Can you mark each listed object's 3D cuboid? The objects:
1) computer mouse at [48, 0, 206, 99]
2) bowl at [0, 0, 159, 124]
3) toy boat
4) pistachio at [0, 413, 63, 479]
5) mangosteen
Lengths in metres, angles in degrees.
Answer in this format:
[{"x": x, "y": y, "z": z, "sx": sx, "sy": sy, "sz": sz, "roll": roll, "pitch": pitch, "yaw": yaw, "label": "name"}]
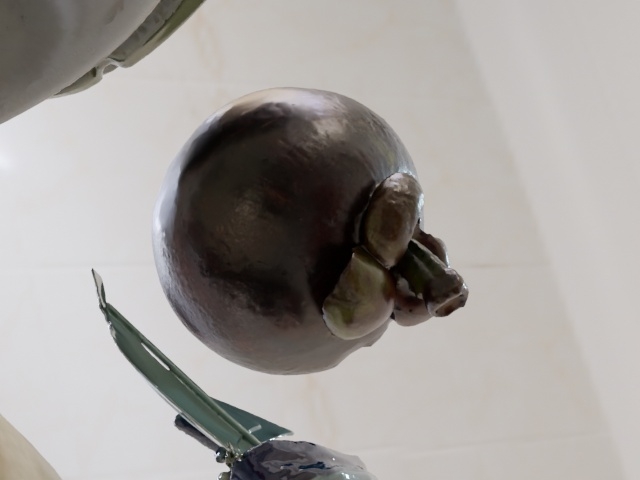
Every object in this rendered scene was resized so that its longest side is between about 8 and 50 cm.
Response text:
[{"x": -0.180, "y": -0.218, "z": 1.585, "sx": 0.429, "sy": 0.145, "sz": 0.228, "roll": -16, "pitch": -141, "yaw": 30, "label": "computer mouse"}, {"x": -0.230, "y": -0.147, "z": 0.738, "sx": 0.345, "sy": 0.346, "sz": 0.157, "roll": -34, "pitch": -115, "yaw": 41, "label": "bowl"}, {"x": -0.048, "y": 0.130, "z": 1.373, "sx": 0.070, "sy": 0.210, "sz": 0.291, "roll": -49, "pitch": -135, "yaw": 1, "label": "toy boat"}, {"x": -0.391, "y": 0.251, "z": 1.975, "sx": 0.238, "sy": 0.321, "sz": 0.229, "roll": 29, "pitch": -93, "yaw": 49, "label": "pistachio"}, {"x": 0.000, "y": 0.000, "z": 1.516, "sx": 0.265, "sy": 0.228, "sz": 0.228, "roll": 18, "pitch": -76, "yaw": 34, "label": "mangosteen"}]
